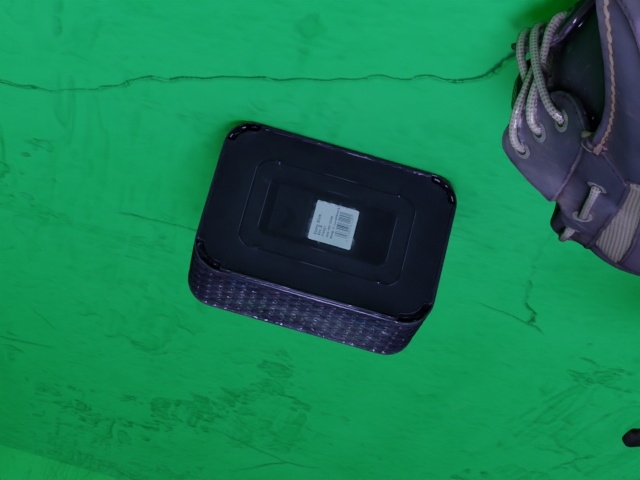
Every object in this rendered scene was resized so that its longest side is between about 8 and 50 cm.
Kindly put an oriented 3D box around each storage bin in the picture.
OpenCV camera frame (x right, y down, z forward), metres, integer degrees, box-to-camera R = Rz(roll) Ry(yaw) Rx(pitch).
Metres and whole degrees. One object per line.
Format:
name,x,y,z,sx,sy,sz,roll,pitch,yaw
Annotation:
storage bin,0.000,0.000,1.129,0.180,0.122,0.084,16,158,-2

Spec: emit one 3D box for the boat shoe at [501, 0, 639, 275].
boat shoe,0.167,-0.067,0.860,0.130,0.132,0.355,8,155,17

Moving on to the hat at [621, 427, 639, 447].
hat,0.349,0.044,0.970,0.331,0.134,0.331,-9,173,-1
